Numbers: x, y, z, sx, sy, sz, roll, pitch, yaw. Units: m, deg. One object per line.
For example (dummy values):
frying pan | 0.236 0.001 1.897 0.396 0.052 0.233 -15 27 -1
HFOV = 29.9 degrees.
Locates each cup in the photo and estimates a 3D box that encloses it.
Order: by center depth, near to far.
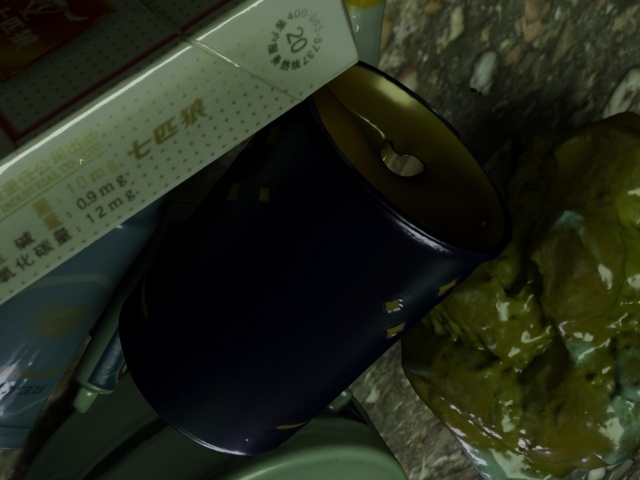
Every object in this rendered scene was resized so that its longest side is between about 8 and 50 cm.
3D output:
cup | 0.009 0.017 0.884 0.256 0.178 0.255 -47 158 30

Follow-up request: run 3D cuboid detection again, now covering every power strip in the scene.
power strip | -0.088 0.243 1.088 0.357 0.161 0.357 -21 139 -20

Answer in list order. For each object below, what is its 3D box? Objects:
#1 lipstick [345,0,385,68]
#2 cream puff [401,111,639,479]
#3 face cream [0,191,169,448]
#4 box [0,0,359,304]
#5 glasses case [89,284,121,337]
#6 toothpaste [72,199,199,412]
lipstick | 0.018 -0.135 0.984 0.059 0.059 0.264 -17 131 -28
cream puff | 0.221 0.042 1.156 0.378 0.275 0.378 -54 157 -34
face cream | -0.205 0.034 0.908 0.135 0.086 0.385 10 127 -44
box | -0.170 -0.099 0.750 0.330 0.210 0.095 -34 137 -12
glasses case | -0.115 0.043 1.027 0.184 0.039 0.077 2 119 -39
toothpaste | -0.149 0.054 0.955 0.057 0.035 0.197 10 113 -59
